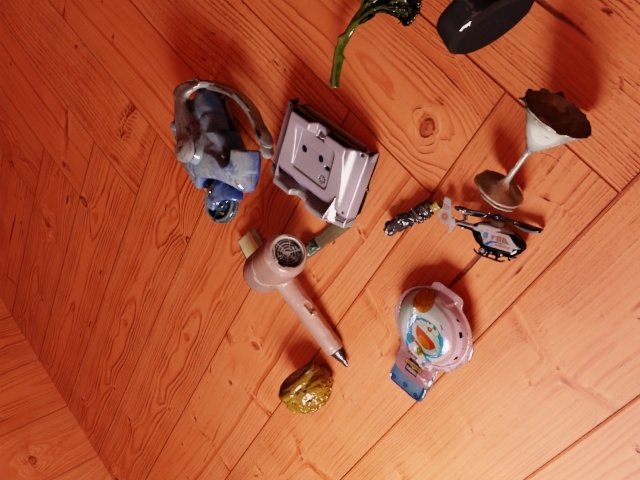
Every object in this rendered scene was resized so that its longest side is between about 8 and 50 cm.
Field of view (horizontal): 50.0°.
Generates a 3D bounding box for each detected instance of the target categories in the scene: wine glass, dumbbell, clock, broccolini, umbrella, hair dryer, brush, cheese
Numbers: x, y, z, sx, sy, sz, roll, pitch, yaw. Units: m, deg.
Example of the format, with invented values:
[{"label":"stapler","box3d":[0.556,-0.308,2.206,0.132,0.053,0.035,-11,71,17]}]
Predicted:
[{"label":"wine glass","box3d":[0.334,-0.140,1.103,0.122,0.122,0.183,49,139,20]},{"label":"dumbbell","box3d":[0.217,-0.421,1.074,0.152,0.152,0.218,-39,77,45]},{"label":"clock","box3d":[-0.004,-0.163,1.439,0.253,0.083,0.186,39,128,28]},{"label":"broccolini","box3d":[0.100,-0.380,1.271,0.271,0.062,0.123,-56,50,35]},{"label":"umbrella","box3d":[0.179,-0.046,1.335,0.144,0.040,0.037,-29,75,45]},{"label":"hair dryer","box3d":[-0.031,0.147,1.572,0.344,0.107,0.189,52,151,-1]},{"label":"brush","box3d":[0.000,0.000,1.536,0.190,0.027,0.034,-36,81,45]},{"label":"cheese","box3d":[0.212,0.204,1.371,0.189,0.074,0.286,40,131,29]}]

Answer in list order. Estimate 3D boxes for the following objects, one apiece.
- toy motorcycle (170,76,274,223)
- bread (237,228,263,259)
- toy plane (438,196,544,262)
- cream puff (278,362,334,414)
[{"label":"toy motorcycle","box3d":[-0.237,-0.219,1.556,0.319,0.182,0.241,63,151,16]},{"label":"bread","box3d":[-0.152,0.049,1.703,0.068,0.028,0.154,-40,76,45]},{"label":"toy plane","box3d":[0.295,-0.016,1.227,0.197,0.053,0.078,24,113,36]},{"label":"cream puff","box3d":[-0.029,0.356,1.630,0.103,0.126,0.144,50,144,-3]}]
